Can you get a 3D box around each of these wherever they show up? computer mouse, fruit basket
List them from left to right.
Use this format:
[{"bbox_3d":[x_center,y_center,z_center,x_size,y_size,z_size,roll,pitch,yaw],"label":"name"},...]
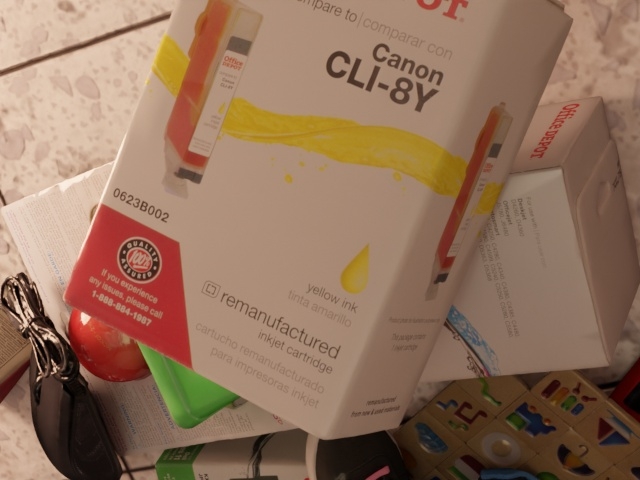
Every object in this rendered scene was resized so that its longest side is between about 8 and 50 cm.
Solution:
[{"bbox_3d":[-0.300,0.182,1.608,0.188,0.072,0.272,46,157,48],"label":"computer mouse"},{"bbox_3d":[-0.179,0.071,1.534,0.353,0.165,0.327,-16,101,51],"label":"fruit basket"}]

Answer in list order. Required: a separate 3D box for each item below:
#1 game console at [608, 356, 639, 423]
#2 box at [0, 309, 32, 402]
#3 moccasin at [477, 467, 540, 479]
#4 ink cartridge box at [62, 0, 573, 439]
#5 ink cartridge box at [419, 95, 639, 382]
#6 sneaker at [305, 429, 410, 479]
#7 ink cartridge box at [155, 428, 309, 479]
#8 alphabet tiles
[{"bbox_3d":[0.461,0.251,1.412,0.387,0.060,0.342,33,127,6],"label":"game console"},{"bbox_3d":[-0.454,0.162,1.620,0.149,0.232,0.127,41,120,1],"label":"box"},{"bbox_3d":[0.218,0.401,1.502,0.138,0.117,0.342,-15,112,37],"label":"moccasin"},{"bbox_3d":[-0.006,-0.070,1.175,0.279,0.160,0.384,25,97,24],"label":"ink cartridge box"},{"bbox_3d":[0.139,0.002,1.334,0.270,0.198,0.197,-8,110,25],"label":"ink cartridge box"},{"bbox_3d":[0.080,0.303,1.486,0.105,0.147,0.295,-29,122,-15],"label":"sneaker"},{"bbox_3d":[-0.064,0.295,1.612,0.208,0.087,0.153,-4,112,22],"label":"ink cartridge box"},{"bbox_3d":[0.218,0.267,1.498,0.285,0.011,0.342,41,132,-1],"label":"alphabet tiles"}]
